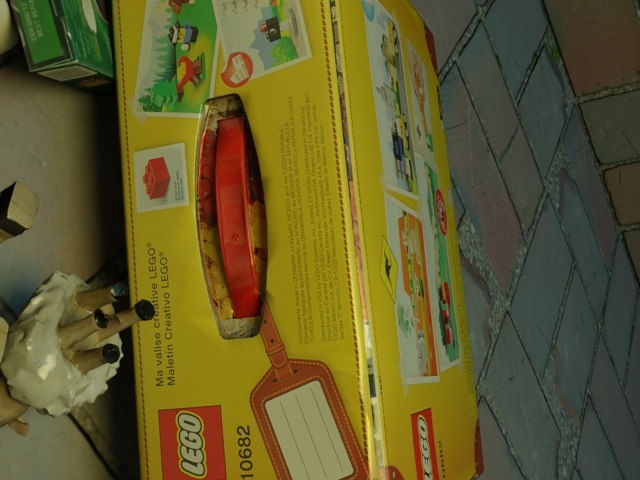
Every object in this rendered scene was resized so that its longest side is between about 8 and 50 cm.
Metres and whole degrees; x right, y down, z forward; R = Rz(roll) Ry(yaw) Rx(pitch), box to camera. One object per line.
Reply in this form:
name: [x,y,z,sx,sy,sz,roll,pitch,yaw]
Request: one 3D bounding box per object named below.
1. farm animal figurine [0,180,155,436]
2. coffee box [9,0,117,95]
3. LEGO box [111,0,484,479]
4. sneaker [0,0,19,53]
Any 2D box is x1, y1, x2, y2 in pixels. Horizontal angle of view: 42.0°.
farm animal figurine: [-0.279,0.062,0.438,0.330,0.172,0.326,50,30,-26]
coffee box: [-0.193,-0.178,0.659,0.184,0.040,0.113,-71,148,-84]
LEGO box: [0.000,0.000,0.772,0.372,0.193,0.500,17,66,-68]
sneaker: [-0.321,-0.225,0.499,0.131,0.148,0.350,57,-4,34]
